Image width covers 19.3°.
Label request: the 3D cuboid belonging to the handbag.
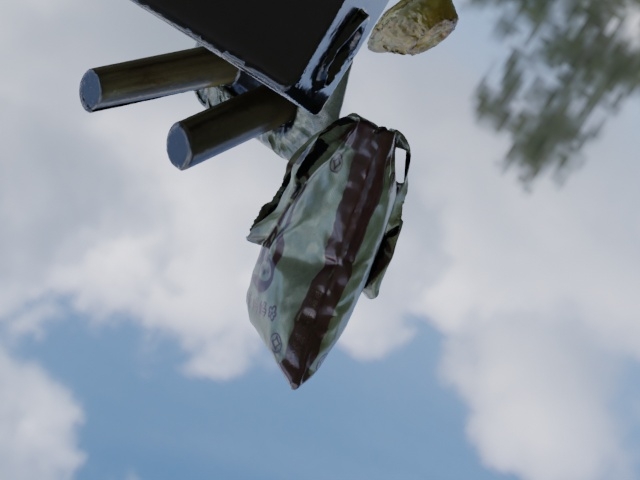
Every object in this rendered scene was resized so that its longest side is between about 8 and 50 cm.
[{"bbox_3d":[0.000,0.000,1.675,0.127,0.235,0.213,19,-174,-7],"label":"handbag"}]

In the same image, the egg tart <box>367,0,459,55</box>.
[{"bbox_3d":[0.109,-0.239,2.085,0.049,0.129,0.129,54,-151,11],"label":"egg tart"}]

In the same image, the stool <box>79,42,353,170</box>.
[{"bbox_3d":[-0.128,-0.267,2.341,0.226,0.310,0.310,-6,-154,-39],"label":"stool"}]

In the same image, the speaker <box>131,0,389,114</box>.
[{"bbox_3d":[-0.040,-0.272,1.567,0.232,0.254,0.184,33,-178,8],"label":"speaker"}]
